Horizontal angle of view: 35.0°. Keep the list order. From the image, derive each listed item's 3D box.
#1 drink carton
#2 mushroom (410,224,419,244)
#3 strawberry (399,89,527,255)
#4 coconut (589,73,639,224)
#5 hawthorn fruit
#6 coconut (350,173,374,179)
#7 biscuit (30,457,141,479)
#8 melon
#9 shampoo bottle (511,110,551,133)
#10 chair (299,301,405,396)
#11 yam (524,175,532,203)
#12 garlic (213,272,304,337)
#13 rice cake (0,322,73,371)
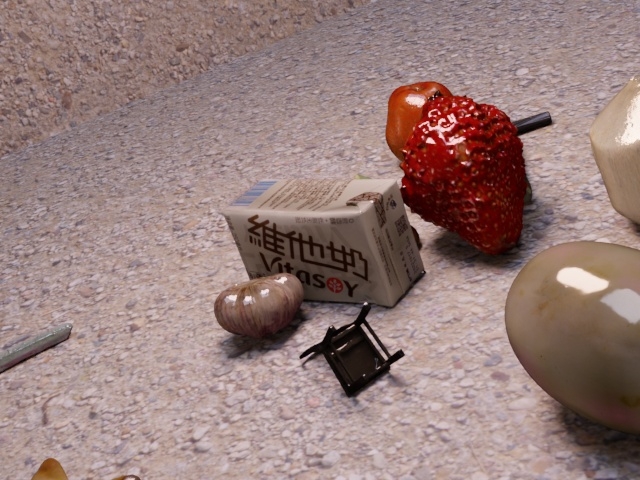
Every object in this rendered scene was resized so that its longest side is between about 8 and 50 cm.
[{"bbox_3d":[0.000,0.000,1.796,0.325,0.194,0.132,2,34,38],"label":"drink carton"},{"bbox_3d":[0.123,-0.001,1.880,0.123,0.052,0.123,-18,27,10],"label":"mushroom"},{"bbox_3d":[0.265,-0.121,1.771,0.258,0.261,0.261,24,46,29],"label":"strawberry"},{"bbox_3d":[0.564,-0.158,1.640,0.245,0.247,0.245,-17,24,8],"label":"coconut"},{"bbox_3d":[0.220,-0.253,2.172,0.189,0.189,0.189,-16,25,8],"label":"hawthorn fruit"},{"bbox_3d":[0.085,-0.095,2.068,0.081,0.082,0.083,-35,-25,22],"label":"coconut"},{"bbox_3d":[-0.372,0.389,1.455,0.208,0.047,0.164,0,30,36],"label":"biscuit"},{"bbox_3d":[0.367,0.118,1.253,0.223,0.223,0.317,-31,30,-22],"label":"melon"},{"bbox_3d":[0.426,-0.244,2.175,0.137,0.027,0.048,-17,12,6],"label":"shampoo bottle"},{"bbox_3d":[0.042,0.181,1.559,0.084,0.101,0.212,-30,-10,-23],"label":"chair"},{"bbox_3d":[0.372,-0.145,1.983,0.061,0.061,0.274,-15,27,11],"label":"yam"},{"bbox_3d":[-0.107,0.118,1.750,0.159,0.101,0.147,-18,9,-23],"label":"garlic"},{"bbox_3d":[-0.578,0.215,1.974,0.208,0.033,0.033,-26,36,-16],"label":"rice cake"}]
